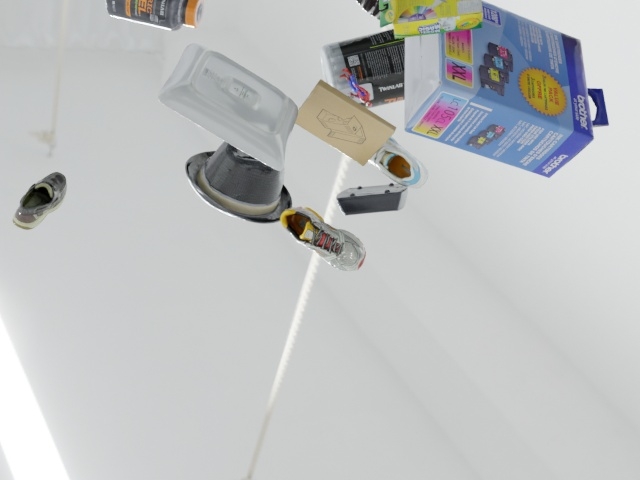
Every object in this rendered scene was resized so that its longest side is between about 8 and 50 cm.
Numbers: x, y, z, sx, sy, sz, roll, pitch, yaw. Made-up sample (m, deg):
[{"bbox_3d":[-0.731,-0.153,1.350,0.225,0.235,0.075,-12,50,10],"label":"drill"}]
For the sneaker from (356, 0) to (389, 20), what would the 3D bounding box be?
[{"bbox_3d":[0.133,-0.717,2.194,0.281,0.106,0.163,35,-114,-9],"label":"sneaker"}]

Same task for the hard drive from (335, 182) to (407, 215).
[{"bbox_3d":[0.130,-0.103,2.013,0.171,0.054,0.255,-5,-172,9],"label":"hard drive"}]

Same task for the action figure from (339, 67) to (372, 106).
[{"bbox_3d":[0.089,-0.374,2.030,0.030,0.038,0.115,-30,-108,-34],"label":"action figure"}]

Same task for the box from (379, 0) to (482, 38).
[{"bbox_3d":[0.194,-0.414,1.454,0.179,0.043,0.105,-3,-122,10],"label":"box"}]

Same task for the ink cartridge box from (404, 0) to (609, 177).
[{"bbox_3d":[0.367,-0.296,1.593,0.395,0.151,0.270,16,-124,-19],"label":"ink cartridge box"}]

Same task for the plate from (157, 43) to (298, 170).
[{"bbox_3d":[-0.168,-0.286,1.660,0.278,0.045,0.277,29,-146,-13],"label":"plate"}]

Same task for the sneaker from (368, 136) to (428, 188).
[{"bbox_3d":[0.153,-0.209,1.970,0.228,0.087,0.092,35,-168,21],"label":"sneaker"}]

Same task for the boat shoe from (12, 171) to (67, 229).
[{"bbox_3d":[-0.705,-0.114,2.097,0.080,0.073,0.224,30,-142,-6],"label":"boat shoe"}]

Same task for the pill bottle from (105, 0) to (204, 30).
[{"bbox_3d":[-0.439,-0.639,2.202,0.245,0.131,0.130,14,-146,4],"label":"pill bottle"}]

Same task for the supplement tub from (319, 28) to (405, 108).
[{"bbox_3d":[0.169,-0.463,2.205,0.315,0.194,0.194,-14,-141,-1],"label":"supplement tub"}]

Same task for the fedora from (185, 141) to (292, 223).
[{"bbox_3d":[-0.188,-0.189,2.175,0.333,0.153,0.334,25,-151,-15],"label":"fedora"}]

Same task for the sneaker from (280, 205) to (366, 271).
[{"bbox_3d":[0.000,0.000,1.824,0.225,0.088,0.092,31,-167,23],"label":"sneaker"}]

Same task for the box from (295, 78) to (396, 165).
[{"bbox_3d":[0.050,-0.263,1.851,0.201,0.164,0.021,31,-121,-9],"label":"box"}]
